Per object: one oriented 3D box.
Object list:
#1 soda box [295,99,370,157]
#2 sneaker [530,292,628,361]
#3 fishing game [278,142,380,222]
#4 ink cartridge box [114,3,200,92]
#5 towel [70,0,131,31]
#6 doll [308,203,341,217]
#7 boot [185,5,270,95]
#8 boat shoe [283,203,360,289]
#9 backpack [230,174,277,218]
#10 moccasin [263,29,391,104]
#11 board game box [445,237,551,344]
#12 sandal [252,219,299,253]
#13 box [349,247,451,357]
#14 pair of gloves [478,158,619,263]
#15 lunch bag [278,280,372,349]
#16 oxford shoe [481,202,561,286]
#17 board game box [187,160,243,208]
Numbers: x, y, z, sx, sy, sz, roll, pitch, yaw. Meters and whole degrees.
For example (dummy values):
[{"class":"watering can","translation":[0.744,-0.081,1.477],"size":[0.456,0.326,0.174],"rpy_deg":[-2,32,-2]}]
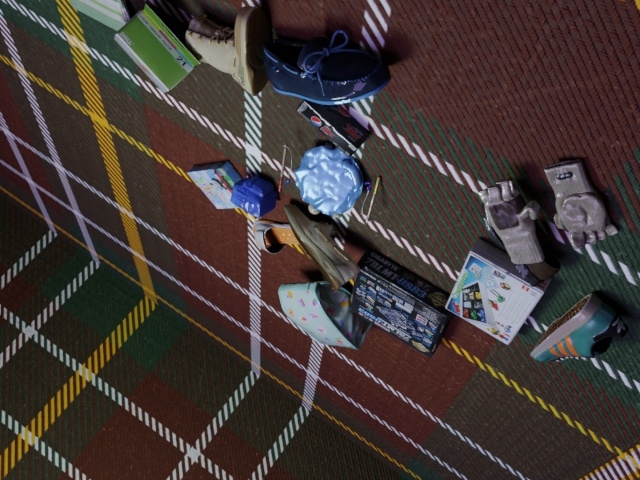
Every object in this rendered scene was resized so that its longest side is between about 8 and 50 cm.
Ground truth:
[{"class":"soda box","translation":[0.029,-0.273,1.724],"size":[0.169,0.060,0.053],"rpy_deg":[42,155,-7]},{"class":"sneaker","translation":[0.595,0.235,1.747],"size":[0.121,0.108,0.302],"rpy_deg":[39,152,9]},{"class":"fishing game","translation":[0.022,-0.156,1.888],"size":[0.263,0.041,0.189],"rpy_deg":[17,122,15]},{"class":"ink cartridge box","translation":[-0.404,-0.466,1.839],"size":[0.189,0.097,0.255],"rpy_deg":[48,174,-18]},{"class":"towel","translation":[-0.588,-0.683,1.895],"size":[0.247,0.038,0.325],"rpy_deg":[30,154,20]},{"class":"doll","translation":[0.011,-0.110,2.018],"size":[0.129,0.046,0.189],"rpy_deg":[42,153,-4]},{"class":"boot","translation":[-0.215,-0.462,1.701],"size":[0.203,0.095,0.262],"rpy_deg":[33,161,13]},{"class":"boat shoe","translation":[0.000,0.000,2.128],"size":[0.302,0.098,0.109],"rpy_deg":[52,172,28]},{"class":"backpack","translation":[-0.196,-0.138,2.185],"size":[0.120,0.098,0.101],"rpy_deg":[26,122,24]},{"class":"moccasin","translation":[-0.010,-0.360,1.557],"size":[0.341,0.138,0.117],"rpy_deg":[12,138,41]},{"class":"board game box","translation":[0.430,0.134,1.858],"size":[0.192,0.053,0.305],"rpy_deg":[31,152,14]},{"class":"sandal","translation":[-0.145,-0.006,2.343],"size":[0.265,0.076,0.102],"rpy_deg":[1,134,51]},{"class":"box","translation":[0.231,0.188,2.175],"size":[0.295,0.073,0.293],"rpy_deg":[31,153,16]},{"class":"pair of gloves","translation":[0.450,-0.056,1.506],"size":[0.240,0.042,0.204],"rpy_deg":[-19,115,39]},{"class":"lunch bag","translation":[0.010,0.216,2.407],"size":[0.262,0.160,0.223],"rpy_deg":[45,154,-24]},{"class":"oxford shoe","translation":[0.436,-0.011,1.620],"size":[0.227,0.083,0.096],"rpy_deg":[47,129,-11]},{"class":"board game box","translation":[-0.304,-0.169,2.332],"size":[0.211,0.039,0.160],"rpy_deg":[1,136,52]}]
